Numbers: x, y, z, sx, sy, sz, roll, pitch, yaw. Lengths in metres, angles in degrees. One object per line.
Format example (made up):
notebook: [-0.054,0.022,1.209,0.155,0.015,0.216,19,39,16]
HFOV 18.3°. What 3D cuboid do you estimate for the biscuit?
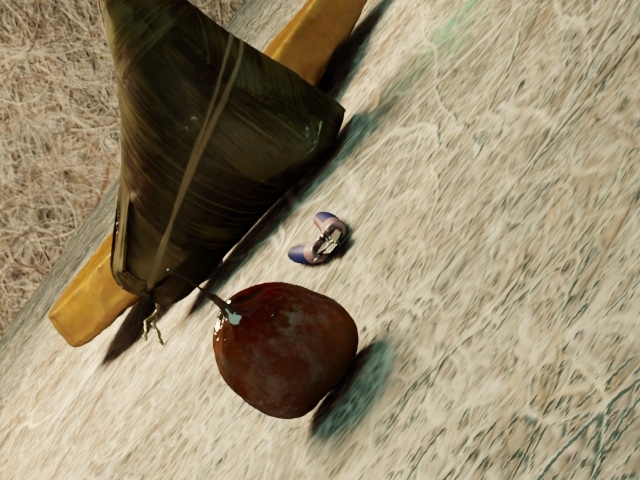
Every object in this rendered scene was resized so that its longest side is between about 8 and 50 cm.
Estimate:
biscuit: [-0.101,-0.065,1.820,0.385,0.062,0.365,-45,9,39]

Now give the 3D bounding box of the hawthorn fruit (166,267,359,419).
hawthorn fruit: [-0.030,0.041,0.958,0.066,0.103,0.067,-34,33,25]

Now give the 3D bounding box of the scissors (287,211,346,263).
scissors: [0.000,0.000,1.237,0.039,0.012,0.113,-53,9,-3]

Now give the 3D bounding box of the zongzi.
zongzi: [-0.142,-0.081,1.527,0.248,0.241,0.111,-47,11,30]
